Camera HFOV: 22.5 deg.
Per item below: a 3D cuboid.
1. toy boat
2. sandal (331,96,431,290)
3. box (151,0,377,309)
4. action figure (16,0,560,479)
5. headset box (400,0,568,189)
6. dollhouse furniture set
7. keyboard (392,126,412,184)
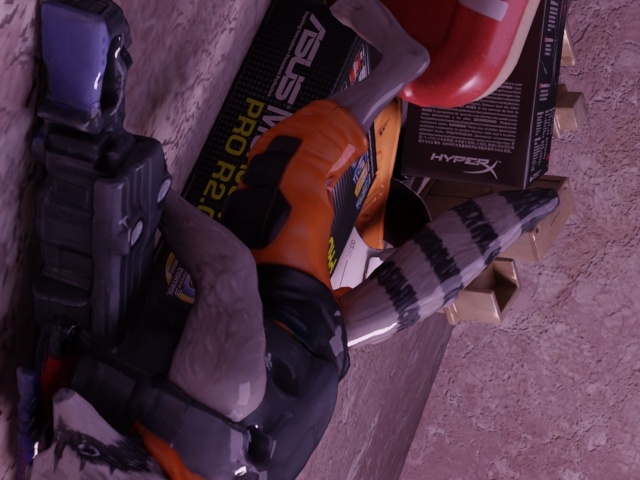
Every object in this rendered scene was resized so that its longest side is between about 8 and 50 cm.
[{"bbox_3d":[0.060,-0.203,1.021,0.151,0.151,0.231,-2,116,-47],"label":"toy boat"},{"bbox_3d":[0.057,-0.019,1.438,0.102,0.076,0.265,-48,157,-37],"label":"sandal"},{"bbox_3d":[-0.031,-0.009,1.068,0.270,0.060,0.216,80,32,-71],"label":"box"},{"bbox_3d":[-0.031,0.022,0.764,0.330,0.178,0.341,-50,156,-36],"label":"action figure"},{"bbox_3d":[0.154,-0.201,1.393,0.218,0.110,0.293,-29,126,-75],"label":"headset box"},{"bbox_3d":[0.139,-0.140,1.757,0.303,0.173,0.356,-54,136,-38],"label":"dollhouse furniture set"},{"bbox_3d":[0.073,-0.077,1.604,0.100,0.038,0.192,-47,-172,40],"label":"keyboard"}]
